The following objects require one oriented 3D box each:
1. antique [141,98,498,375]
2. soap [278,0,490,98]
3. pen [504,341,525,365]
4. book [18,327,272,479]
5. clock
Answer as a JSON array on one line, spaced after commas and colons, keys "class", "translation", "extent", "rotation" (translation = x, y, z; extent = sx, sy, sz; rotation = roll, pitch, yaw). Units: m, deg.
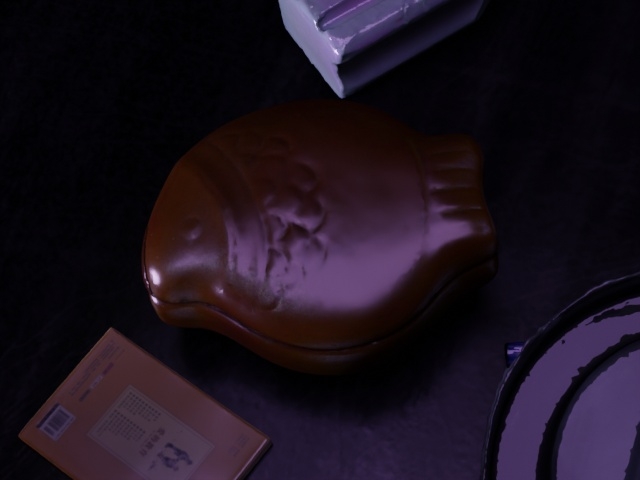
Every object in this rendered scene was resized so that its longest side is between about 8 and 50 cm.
[{"class": "antique", "translation": [0.000, 0.000, 1.026], "extent": [0.278, 0.129, 0.223], "rotation": [-13, 61, 1]}, {"class": "soap", "translation": [0.078, -0.249, 1.172], "extent": [0.231, 0.091, 0.145], "rotation": [-30, 66, -9]}, {"class": "pen", "translation": [0.246, 0.088, 1.008], "extent": [0.204, 0.025, 0.025], "rotation": [-1, 62, 8]}, {"class": "book", "translation": [-0.141, 0.157, 1.028], "extent": [0.172, 0.012, 0.118], "rotation": [32, 71, 22]}, {"class": "clock", "translation": [0.275, 0.176, 0.918], "extent": [0.325, 0.067, 0.325], "rotation": [-3, 68, 7]}]
